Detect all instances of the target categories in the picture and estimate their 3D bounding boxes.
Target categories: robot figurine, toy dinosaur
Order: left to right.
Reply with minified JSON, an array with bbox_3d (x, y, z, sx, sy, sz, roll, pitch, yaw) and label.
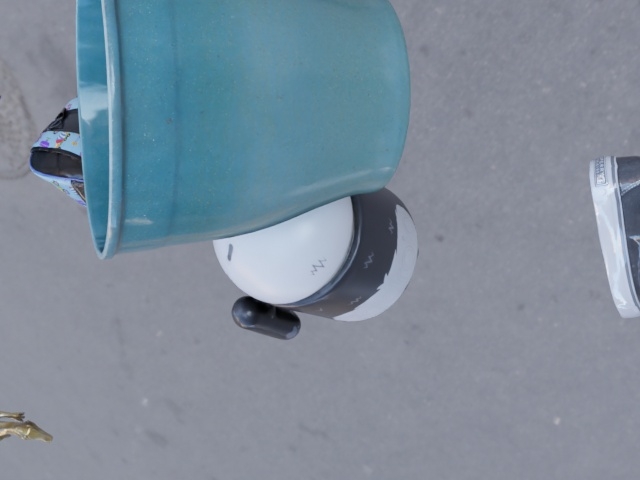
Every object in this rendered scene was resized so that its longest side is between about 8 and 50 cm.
[{"bbox_3d":[-0.350,0.189,0.912,0.092,0.183,0.053,176,79,-80],"label":"toy dinosaur"},{"bbox_3d":[-0.001,-0.003,1.070,0.173,0.209,0.278,-10,164,30],"label":"robot figurine"}]

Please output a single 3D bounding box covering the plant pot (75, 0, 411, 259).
[{"bbox_3d":[-0.069,-0.126,0.824,0.255,0.272,0.272,-3,150,-18],"label":"plant pot"}]

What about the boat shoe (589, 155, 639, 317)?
[{"bbox_3d":[0.300,-0.002,0.883,0.076,0.080,0.228,-8,140,20],"label":"boat shoe"}]

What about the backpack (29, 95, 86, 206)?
[{"bbox_3d":[-0.229,-0.096,1.073,0.173,0.158,0.117,9,146,33],"label":"backpack"}]
